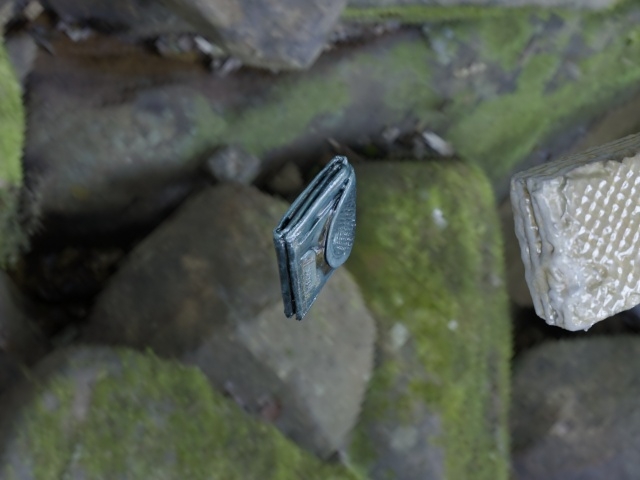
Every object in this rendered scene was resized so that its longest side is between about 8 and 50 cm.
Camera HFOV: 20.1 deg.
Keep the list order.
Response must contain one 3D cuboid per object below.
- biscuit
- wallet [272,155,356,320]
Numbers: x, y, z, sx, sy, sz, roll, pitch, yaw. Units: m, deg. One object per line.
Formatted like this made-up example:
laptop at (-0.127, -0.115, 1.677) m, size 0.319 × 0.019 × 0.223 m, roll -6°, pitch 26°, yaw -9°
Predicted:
biscuit at (0.349, -0.044, 1.597) m, size 0.426 × 0.078 × 0.144 m, roll -18°, pitch 100°, yaw -30°
wallet at (0.000, 0.000, 1.359) m, size 0.088 × 0.026 × 0.129 m, roll -53°, pitch 160°, yaw -24°
